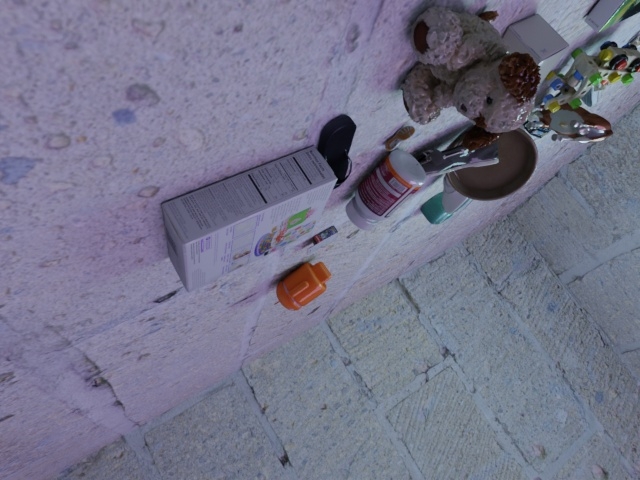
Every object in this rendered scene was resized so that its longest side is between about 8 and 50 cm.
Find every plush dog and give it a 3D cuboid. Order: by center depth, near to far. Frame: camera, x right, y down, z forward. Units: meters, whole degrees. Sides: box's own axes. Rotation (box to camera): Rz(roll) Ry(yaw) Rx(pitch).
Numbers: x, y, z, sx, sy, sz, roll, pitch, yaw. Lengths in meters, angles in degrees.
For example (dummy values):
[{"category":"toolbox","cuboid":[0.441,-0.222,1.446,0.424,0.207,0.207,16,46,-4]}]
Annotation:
[{"category":"plush dog","cuboid":[0.287,-0.289,0.828,0.210,0.226,0.262,-31,164,-8]}]

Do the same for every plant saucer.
[{"category":"plant saucer","cuboid":[0.539,-0.250,1.467,0.278,0.277,0.041,-46,-161,37]}]

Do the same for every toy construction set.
[{"category":"toy construction set","cuboid":[0.844,-0.503,1.415,0.327,0.151,0.215,-23,161,-33]}]

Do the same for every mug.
[{"category":"mug","cuboid":[0.507,-0.129,1.954,0.129,0.097,0.157,-42,161,28]}]

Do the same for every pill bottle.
[{"category":"pill bottle","cuboid":[0.171,-0.132,1.255,0.121,0.121,0.221,-15,156,-48]}]

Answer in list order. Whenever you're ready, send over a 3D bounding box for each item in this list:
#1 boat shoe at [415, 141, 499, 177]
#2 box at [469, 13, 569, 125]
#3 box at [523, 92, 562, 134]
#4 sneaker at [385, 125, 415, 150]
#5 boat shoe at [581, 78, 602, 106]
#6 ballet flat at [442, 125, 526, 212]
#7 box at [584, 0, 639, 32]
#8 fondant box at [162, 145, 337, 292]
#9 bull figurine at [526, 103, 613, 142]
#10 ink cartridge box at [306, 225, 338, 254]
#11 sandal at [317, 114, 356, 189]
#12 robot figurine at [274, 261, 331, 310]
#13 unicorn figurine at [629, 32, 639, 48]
[{"category":"boat shoe","cuboid":[0.368,-0.247,1.352,0.334,0.096,0.112,-13,-169,-15]},{"category":"box","cuboid":[0.446,-0.377,1.092,0.094,0.113,0.275,-29,165,-17]},{"category":"box","cuboid":[0.874,-0.470,1.751,0.175,0.051,0.220,-44,161,32]},{"category":"sneaker","cuboid":[0.194,-0.251,1.129,0.083,0.032,0.037,-33,178,18]},{"category":"boat shoe","cuboid":[1.006,-0.559,1.688,0.075,0.083,0.226,-37,163,18]},{"category":"ballet flat","cuboid":[0.509,-0.258,1.568,0.139,0.139,0.400,-18,154,-43]},{"category":"box","cuboid":[0.826,-0.655,1.110,0.321,0.059,0.232,-28,163,-17]},{"category":"fondant box","cuboid":[-0.147,-0.040,0.958,0.330,0.096,0.238,-25,162,-25]},{"category":"bull figurine","cuboid":[0.778,-0.392,1.500,0.188,0.310,0.101,-12,120,-24]},{"category":"ink cartridge box","cuboid":[0.000,0.000,1.478,0.115,0.029,0.063,-29,164,-13]},{"category":"sandal","cuboid":[0.030,-0.167,1.000,0.097,0.055,0.254,-30,164,-11]},{"category":"robot figurine","cuboid":[-0.066,0.165,1.653,0.219,0.158,0.128,-36,125,7]},{"category":"unicorn figurine","cuboid":[1.125,-0.695,1.590,0.161,0.060,0.111,-15,162,-5]}]
